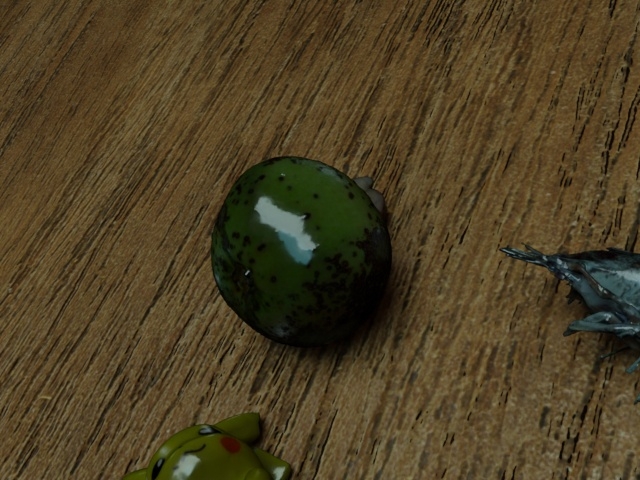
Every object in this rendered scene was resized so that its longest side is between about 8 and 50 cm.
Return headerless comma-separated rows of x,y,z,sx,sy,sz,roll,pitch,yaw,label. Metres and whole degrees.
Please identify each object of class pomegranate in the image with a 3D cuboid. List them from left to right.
0.000,0.000,1.117,0.285,0.285,0.340,15,32,34,pomegranate

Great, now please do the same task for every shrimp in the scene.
0.391,0.096,0.898,0.372,0.137,0.172,10,42,30,shrimp

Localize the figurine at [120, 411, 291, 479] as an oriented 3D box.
-0.113,0.340,0.934,0.218,0.169,0.326,-30,47,-21,figurine
